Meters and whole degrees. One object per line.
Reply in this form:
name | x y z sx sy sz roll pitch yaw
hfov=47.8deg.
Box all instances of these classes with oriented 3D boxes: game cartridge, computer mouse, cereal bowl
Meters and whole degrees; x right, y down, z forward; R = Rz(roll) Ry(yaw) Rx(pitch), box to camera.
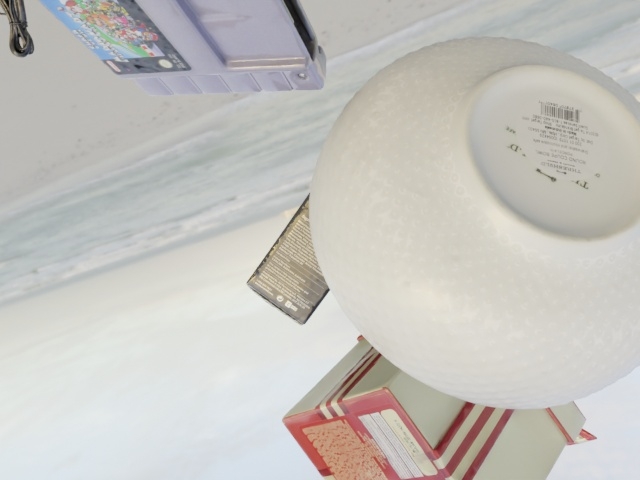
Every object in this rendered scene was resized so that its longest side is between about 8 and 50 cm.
game cartridge | -0.147 -0.236 0.674 0.230 0.068 0.355 -3 162 15
computer mouse | -0.496 -0.322 1.028 0.193 0.106 0.042 12 -147 23
cereal bowl | 0.166 -0.039 0.601 0.339 0.339 0.141 -20 161 -18

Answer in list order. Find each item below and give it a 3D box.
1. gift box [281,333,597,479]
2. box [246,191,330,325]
gift box | 0.162 0.211 0.881 0.276 0.255 0.258 -25 -169 48
box | 0.000 0.000 1.091 0.207 0.108 0.153 -54 180 16
